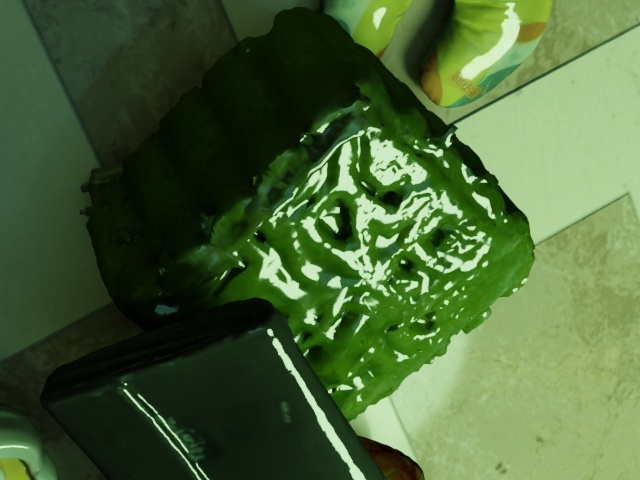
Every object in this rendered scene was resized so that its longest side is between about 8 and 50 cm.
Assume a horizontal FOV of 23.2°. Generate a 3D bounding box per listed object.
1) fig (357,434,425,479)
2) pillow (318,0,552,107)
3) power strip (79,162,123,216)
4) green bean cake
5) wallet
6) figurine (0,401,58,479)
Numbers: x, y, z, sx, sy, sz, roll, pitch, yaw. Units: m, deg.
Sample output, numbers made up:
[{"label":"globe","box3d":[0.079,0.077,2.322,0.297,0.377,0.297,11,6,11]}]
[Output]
[{"label":"fig","box3d":[0.023,0.278,1.552,0.205,0.205,0.205,-6,107,-20]},{"label":"pillow","box3d":[0.117,-0.239,1.500,0.233,0.086,0.214,18,108,-28]},{"label":"power strip","box3d":[-0.146,-0.045,1.472,0.169,0.028,0.076,-16,111,-17]},{"label":"green bean cake","box3d":[0.000,0.000,1.390,0.335,0.218,0.319,-43,127,14]},{"label":"wallet","box3d":[-0.045,0.234,1.354,0.228,0.062,0.406,-21,121,20]},{"label":"figurine","box3d":[-0.360,0.231,1.410,0.236,0.133,0.176,-24,114,-11]}]
